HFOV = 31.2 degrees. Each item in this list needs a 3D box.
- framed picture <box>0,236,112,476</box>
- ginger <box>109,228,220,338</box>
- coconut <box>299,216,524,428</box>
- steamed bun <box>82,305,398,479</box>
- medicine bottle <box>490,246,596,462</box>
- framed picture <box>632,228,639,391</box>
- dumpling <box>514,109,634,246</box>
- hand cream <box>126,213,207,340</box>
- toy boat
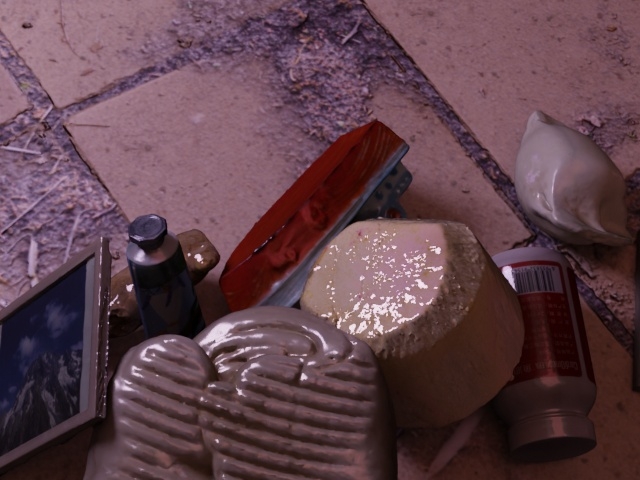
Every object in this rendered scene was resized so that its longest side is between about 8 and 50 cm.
[{"bbox_3d":[-0.307,0.138,1.259,0.019,0.281,0.209,18,54,-36],"label":"framed picture"},{"bbox_3d":[-0.222,0.063,1.380,0.213,0.137,0.074,-31,97,-23],"label":"ginger"},{"bbox_3d":[0.116,0.099,1.355,0.239,0.244,0.239,-17,50,21],"label":"coconut"},{"bbox_3d":[-0.083,0.255,1.236,0.342,0.255,0.368,13,79,0],"label":"steamed bun"},{"bbox_3d":[0.270,0.142,1.435,0.131,0.131,0.250,1,63,-11],"label":"medicine bottle"},{"bbox_3d":[0.590,0.125,1.567,0.334,0.022,0.247,12,60,-4],"label":"framed picture"},{"bbox_3d":[0.359,-0.077,1.589,0.179,0.131,0.252,18,37,-23],"label":"dumpling"},{"bbox_3d":[-0.170,0.082,1.311,0.091,0.271,0.058,-32,48,-25],"label":"hand cream"},{"bbox_3d":[0.000,0.000,1.461,0.133,0.145,0.332,50,61,-15],"label":"toy boat"}]
